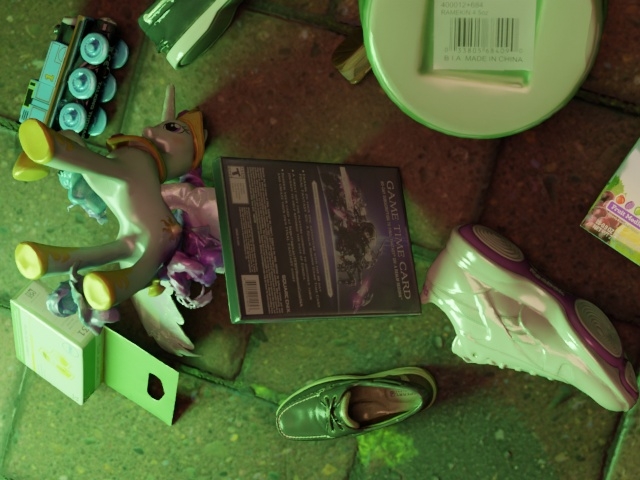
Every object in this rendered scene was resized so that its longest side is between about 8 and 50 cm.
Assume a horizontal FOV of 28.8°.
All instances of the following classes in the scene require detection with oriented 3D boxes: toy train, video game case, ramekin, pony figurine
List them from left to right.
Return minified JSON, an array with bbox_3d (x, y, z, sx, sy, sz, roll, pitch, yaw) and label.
[{"bbox_3d":[-0.334,-0.220,1.688,0.105,0.080,0.184,22,99,18],"label":"toy train"},{"bbox_3d":[-0.203,-0.015,1.530,0.302,0.363,0.351,-22,91,31],"label":"pony figurine"},{"bbox_3d":[0.000,0.000,1.515,0.026,0.274,0.196,-22,72,50],"label":"video game case"},{"bbox_3d":[0.189,-0.266,1.459,0.303,0.148,0.303,3,114,6],"label":"ramekin"}]

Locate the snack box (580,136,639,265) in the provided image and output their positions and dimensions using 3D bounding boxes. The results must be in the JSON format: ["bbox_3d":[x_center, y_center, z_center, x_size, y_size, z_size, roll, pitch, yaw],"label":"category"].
[{"bbox_3d":[0.443,-0.055,1.496,0.174,0.070,0.207,34,99,11],"label":"snack box"}]

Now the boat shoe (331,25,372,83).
[{"bbox_3d":[0.085,-0.263,1.593,0.153,0.048,0.056,-41,38,10],"label":"boat shoe"}]

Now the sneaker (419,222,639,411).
[{"bbox_3d":[0.258,0.117,1.551,0.305,0.114,0.152,41,116,13],"label":"sneaker"}]

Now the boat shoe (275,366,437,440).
[{"bbox_3d":[0.039,0.215,1.617,0.223,0.073,0.080,-14,90,15],"label":"boat shoe"}]

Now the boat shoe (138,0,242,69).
[{"bbox_3d":[-0.116,-0.355,1.603,0.302,0.114,0.091,-44,88,13],"label":"boat shoe"}]

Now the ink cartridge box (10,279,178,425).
[{"bbox_3d":[-0.304,0.166,1.664,0.235,0.171,0.056,34,58,11],"label":"ink cartridge box"}]
